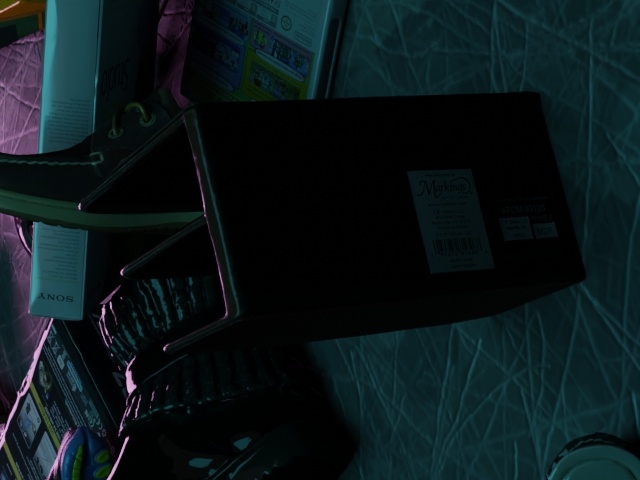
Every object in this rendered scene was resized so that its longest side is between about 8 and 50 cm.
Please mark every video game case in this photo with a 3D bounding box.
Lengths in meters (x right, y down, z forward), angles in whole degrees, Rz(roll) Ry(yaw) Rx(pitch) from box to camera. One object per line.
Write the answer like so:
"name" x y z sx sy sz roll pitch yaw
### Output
"video game case" -0.053 -0.187 1.698 0.212 0.023 0.193 35 122 47

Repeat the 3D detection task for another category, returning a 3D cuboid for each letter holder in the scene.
"letter holder" 0.000 0.000 1.399 0.214 0.302 0.152 -30 70 53

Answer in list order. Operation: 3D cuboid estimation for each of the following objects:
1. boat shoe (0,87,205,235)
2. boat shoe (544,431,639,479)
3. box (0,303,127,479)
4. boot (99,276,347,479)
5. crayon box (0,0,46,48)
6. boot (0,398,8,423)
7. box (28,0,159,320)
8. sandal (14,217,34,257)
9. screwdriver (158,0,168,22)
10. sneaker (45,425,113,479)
"boat shoe" -0.140 -0.068 1.595 0.123 0.342 0.123 -121 36 -85
"boat shoe" 0.212 0.284 1.317 0.114 0.091 0.302 0 94 11
"box" -0.210 0.311 1.918 0.395 0.097 0.318 56 133 34
"boot" -0.163 0.178 1.714 0.348 0.131 0.260 -34 62 6
"crayon box" -0.375 -0.403 2.063 0.313 0.106 0.362 -13 83 55
"boot" -0.445 0.100 2.243 0.283 0.109 0.220 23 109 60
"box" -0.206 -0.107 1.758 0.232 0.059 0.322 -57 -26 -74
"sandal" -0.294 0.009 1.997 0.254 0.054 0.097 -152 52 -63
"screwdriver" -0.164 -0.205 1.868 0.170 0.025 0.024 -58 47 29
"sneaker" -0.234 0.268 1.824 0.078 0.067 0.188 -135 50 -68
